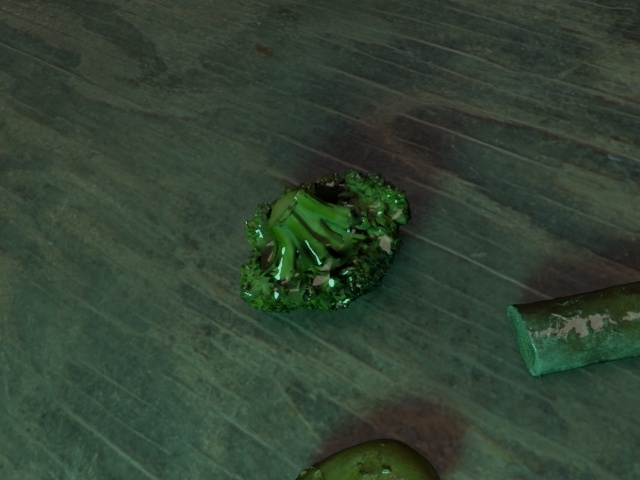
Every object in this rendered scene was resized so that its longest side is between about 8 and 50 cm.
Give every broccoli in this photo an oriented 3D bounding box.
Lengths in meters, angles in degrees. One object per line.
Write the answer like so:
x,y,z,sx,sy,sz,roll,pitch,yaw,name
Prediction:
0.003,0.001,0.925,0.176,0.226,0.198,13,51,-29,broccoli

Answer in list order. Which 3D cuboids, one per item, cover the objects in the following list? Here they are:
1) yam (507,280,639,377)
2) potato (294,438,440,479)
0.364,0.095,0.831,0.259,0.093,0.093,-13,58,6,yam
0.045,0.290,0.800,0.188,0.085,0.105,-20,36,7,potato
